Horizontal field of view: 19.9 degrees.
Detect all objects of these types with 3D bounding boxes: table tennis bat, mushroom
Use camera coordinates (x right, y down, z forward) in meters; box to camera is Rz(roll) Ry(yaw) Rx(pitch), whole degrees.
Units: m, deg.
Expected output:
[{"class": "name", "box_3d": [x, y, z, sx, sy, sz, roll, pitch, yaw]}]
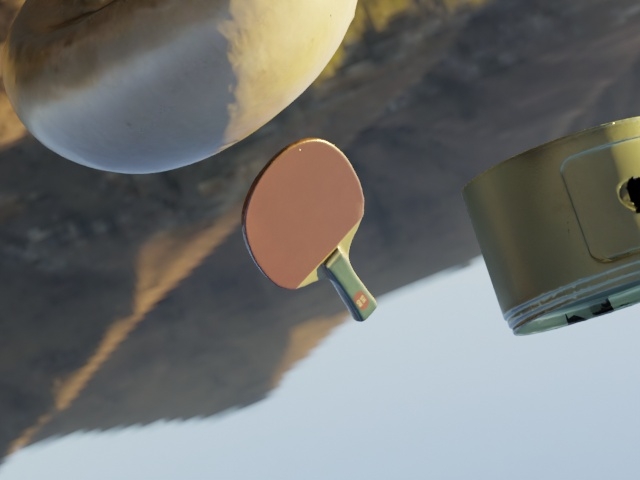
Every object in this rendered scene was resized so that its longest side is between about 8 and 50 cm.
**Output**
[{"class": "table tennis bat", "box_3d": [0.000, 0.000, 2.000, 0.154, 0.274, 0.021, -47, -133, -14]}, {"class": "mushroom", "box_3d": [-0.144, -0.237, 1.649, 0.362, 0.295, 0.362, -28, -151, 17]}]

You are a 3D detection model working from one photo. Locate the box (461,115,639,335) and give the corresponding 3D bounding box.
[{"class": "box", "box_3d": [0.267, -0.013, 1.777, 0.226, 0.149, 0.226, -18, 169, -3]}]
